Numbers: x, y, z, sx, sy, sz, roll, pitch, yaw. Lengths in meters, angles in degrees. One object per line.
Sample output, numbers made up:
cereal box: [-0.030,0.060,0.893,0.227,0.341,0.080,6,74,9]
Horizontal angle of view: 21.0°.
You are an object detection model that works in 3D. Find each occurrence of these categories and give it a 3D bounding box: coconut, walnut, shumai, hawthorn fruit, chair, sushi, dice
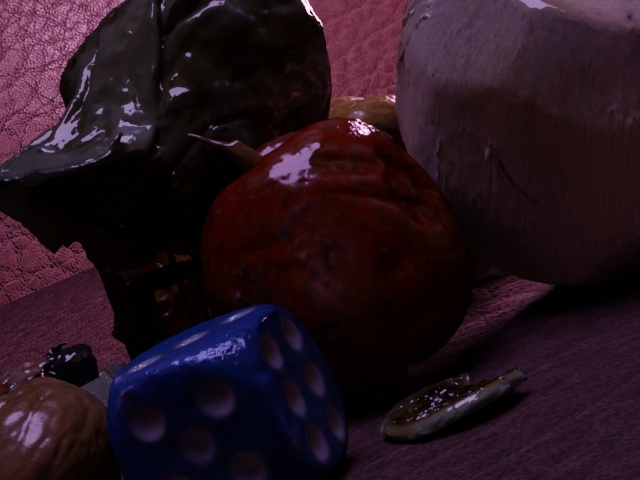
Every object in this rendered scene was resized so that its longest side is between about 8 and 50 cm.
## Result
coconut: [0.241,-0.126,1.680,0.346,0.360,0.346,2,40,-2]
walnut: [-0.233,0.193,1.437,0.166,0.149,0.166,-53,9,12]
shumai: [-0.173,-0.125,1.680,0.288,0.292,0.330,-13,-25,-50]
hawthorn fruit: [0.015,0.018,1.578,0.258,0.261,0.258,-6,4,0]
chair: [-0.204,0.108,1.810,0.319,0.186,0.160,-20,19,-12]
sushi: [-0.386,0.192,2.142,0.339,0.068,0.320,-18,8,25]
dice: [-0.071,0.140,1.351,0.146,0.143,0.146,-22,7,21]

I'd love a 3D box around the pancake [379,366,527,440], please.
pancake: [0.104,0.131,1.393,0.116,0.022,0.129,-27,5,-42]

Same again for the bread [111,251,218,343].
bread: [-0.172,0.041,2.121,0.247,0.135,0.232,-32,36,48]

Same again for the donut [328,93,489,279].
donut: [0.082,-0.052,1.839,0.261,0.208,0.128,13,-16,-35]
